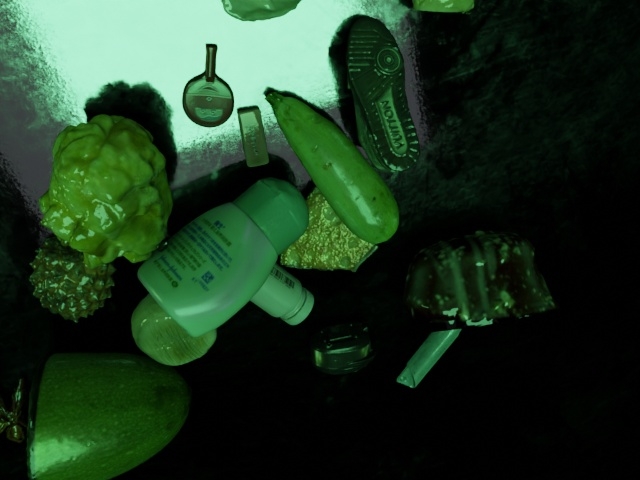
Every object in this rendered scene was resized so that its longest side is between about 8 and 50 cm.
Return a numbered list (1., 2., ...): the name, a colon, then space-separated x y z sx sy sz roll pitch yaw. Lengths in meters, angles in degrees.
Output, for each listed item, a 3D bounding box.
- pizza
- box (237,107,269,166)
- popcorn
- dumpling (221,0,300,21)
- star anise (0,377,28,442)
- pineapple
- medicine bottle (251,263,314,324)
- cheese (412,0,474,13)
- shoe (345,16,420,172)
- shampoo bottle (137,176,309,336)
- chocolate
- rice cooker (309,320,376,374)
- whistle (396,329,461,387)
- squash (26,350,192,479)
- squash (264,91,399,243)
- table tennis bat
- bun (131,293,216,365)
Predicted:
1. pizza: 0.009 0.001 1.147 0.188 0.080 0.204 39 109 -4
2. box: -0.133 -0.204 1.024 0.048 0.025 0.115 -10 121 -6
3. popcorn: -0.368 -0.079 0.908 0.215 0.252 0.286 20 149 10
4. dumpling: -0.094 -0.484 0.836 0.179 0.131 0.252 -10 101 -30
5. star anise: -0.758 0.415 1.214 0.157 0.053 0.213 -3 121 -12
6. pineapple: -0.497 0.083 1.030 0.166 0.166 0.193 10 115 -18
7. medicine bottle: -0.109 0.108 1.160 0.103 0.103 0.186 -44 119 13
8. cheese: 0.226 -0.491 0.904 0.123 0.094 0.167 -3 119 -9
9. shoe: 0.104 -0.265 1.000 0.109 0.149 0.293 -15 89 -9
10. shampoo bottle: -0.172 0.014 1.018 0.349 0.222 0.151 -43 141 -14
11. chocolate: 0.354 0.086 1.190 0.340 0.225 0.210 -9 85 -2
12. rice cooker: 0.054 0.268 1.283 0.165 0.112 0.107 -14 115 -6
13. whistle: 0.312 0.276 1.377 0.062 0.062 0.312 25 111 -24
14. squash: -0.442 0.394 1.136 0.308 0.310 0.310 -1 119 -15
15. squash: 0.030 -0.150 1.023 0.118 0.118 0.371 -37 99 9
16. table tennis bat: -0.209 -0.287 0.967 0.098 0.019 0.155 3 121 -14
17. bun: -0.319 0.182 1.145 0.178 0.128 0.193 -15 132 -4
